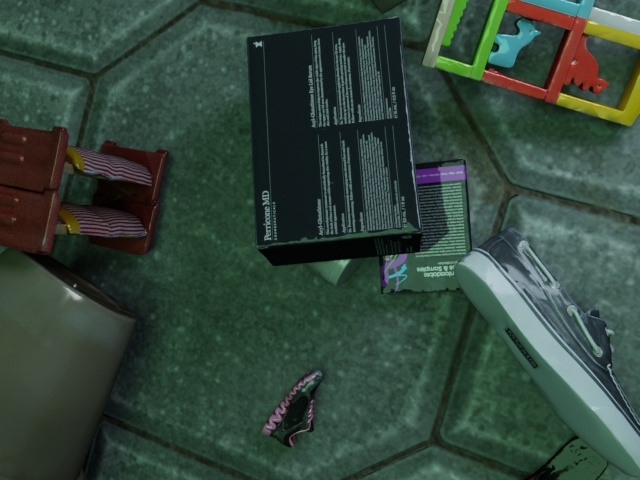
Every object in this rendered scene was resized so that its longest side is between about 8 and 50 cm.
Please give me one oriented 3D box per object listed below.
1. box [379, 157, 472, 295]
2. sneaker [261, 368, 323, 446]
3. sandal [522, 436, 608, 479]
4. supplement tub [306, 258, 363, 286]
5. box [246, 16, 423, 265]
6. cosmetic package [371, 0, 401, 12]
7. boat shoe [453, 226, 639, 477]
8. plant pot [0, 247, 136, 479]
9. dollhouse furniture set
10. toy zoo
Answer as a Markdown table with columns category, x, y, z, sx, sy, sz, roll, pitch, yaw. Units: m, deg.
| category | x | y | z | sx | sy | sz | roll | pitch | yaw |
| --- | --- | --- | --- | --- | --- | --- | --- | --- | --- |
| box | 0.128 | -0.015 | 0.876 | 0.116 | 0.029 | 0.162 | -4 | 88 | 18 |
| sneaker | -0.025 | 0.220 | 0.919 | 0.057 | 0.047 | 0.119 | 38 | 108 | 7 |
| sandal | 0.263 | 0.302 | 0.826 | 0.067 | 0.040 | 0.179 | 40 | 101 | 13 |
| supplement tub | 0.000 | 0.000 | 0.894 | 0.107 | 0.071 | 0.071 | 37 | 100 | 14 |
| box | 0.015 | -0.113 | 0.832 | 0.184 | 0.103 | 0.261 | -5 | 75 | 4 |
| cosmetic package | 0.159 | -0.425 | 0.823 | 0.309 | 0.113 | 0.160 | -29 | 82 | 16 |
| boat shoe | 0.280 | 0.118 | 0.794 | 0.102 | 0.108 | 0.301 | -35 | 77 | -11 |
| plant pot | -0.401 | 0.167 | 0.922 | 0.323 | 0.323 | 0.280 | 31 | 83 | 15 |
| dollhouse furniture set | -0.427 | -0.085 | 0.970 | 0.373 | 0.201 | 0.152 | 11 | 94 | 24 |
| toy zoo | 0.280 | -0.246 | 0.774 | 0.293 | 0.030 | 0.193 | 17 | 111 | 0 |
